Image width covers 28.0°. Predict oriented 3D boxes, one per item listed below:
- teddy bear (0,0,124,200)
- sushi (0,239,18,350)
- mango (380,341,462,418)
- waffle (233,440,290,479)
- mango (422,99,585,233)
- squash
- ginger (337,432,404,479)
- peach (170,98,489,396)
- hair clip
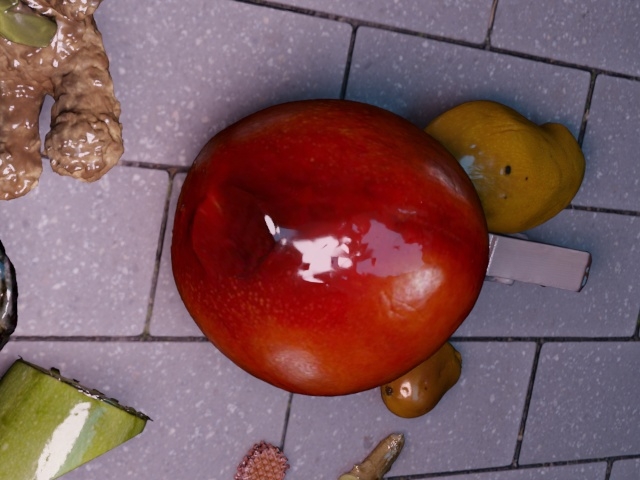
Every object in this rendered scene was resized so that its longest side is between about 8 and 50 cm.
[{"bbox_3d":[-0.326,-0.212,1.314,0.222,0.246,0.296,28,55,-58],"label":"teddy bear"},{"bbox_3d":[-0.438,0.123,1.351,0.211,0.171,0.350,13,97,-23],"label":"sushi"},{"bbox_3d":[0.146,0.195,1.894,0.159,0.084,0.105,-35,125,-51],"label":"mango"},{"bbox_3d":[-0.083,0.321,1.781,0.075,0.029,0.083,27,88,-37],"label":"waffle"},{"bbox_3d":[0.267,-0.103,1.857,0.359,0.144,0.187,9,77,-45],"label":"mango"},{"bbox_3d":[-0.333,0.279,1.472,0.189,0.189,0.260,35,77,-39],"label":"squash"},{"bbox_3d":[0.077,0.341,1.905,0.137,0.044,0.057,-39,105,-25],"label":"ginger"},{"bbox_3d":[0.000,0.000,1.548,0.388,0.388,0.388,-12,110,-36],"label":"peach"},{"bbox_3d":[0.262,0.023,1.926,0.331,0.101,0.085,10,102,-38],"label":"hair clip"}]
